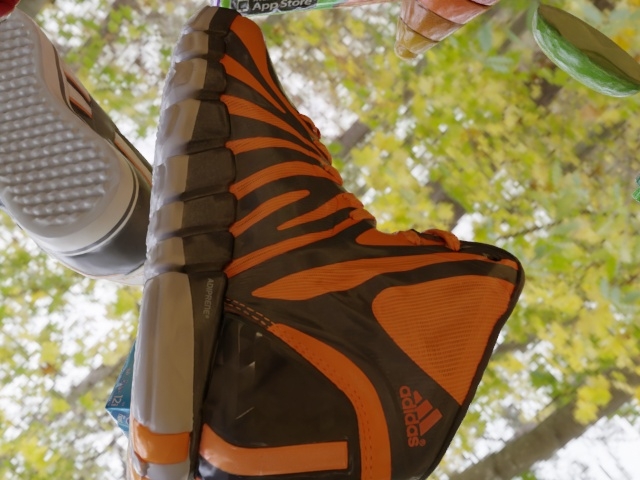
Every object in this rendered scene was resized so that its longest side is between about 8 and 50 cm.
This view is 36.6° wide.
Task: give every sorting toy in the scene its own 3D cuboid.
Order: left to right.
[{"bbox_3d":[0.211,-0.159,0.945,0.365,0.126,0.127,36,-151,4],"label":"sorting toy"}]

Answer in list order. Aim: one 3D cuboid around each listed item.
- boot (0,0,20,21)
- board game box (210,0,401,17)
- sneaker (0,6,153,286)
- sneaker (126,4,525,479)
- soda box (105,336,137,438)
[{"bbox_3d":[-0.286,-0.159,0.459,0.284,0.138,0.377,11,166,-10],"label":"boot"},{"bbox_3d":[0.067,-0.435,0.735,0.356,0.356,0.357,110,148,-64],"label":"board game box"},{"bbox_3d":[-0.230,-0.075,0.807,0.321,0.126,0.127,50,177,36],"label":"sneaker"},{"bbox_3d":[0.000,0.000,0.511,0.180,0.125,0.321,5,-131,-9],"label":"sneaker"},{"bbox_3d":[-0.206,0.157,1.284,0.210,0.067,0.071,-71,-30,-42],"label":"soda box"}]
